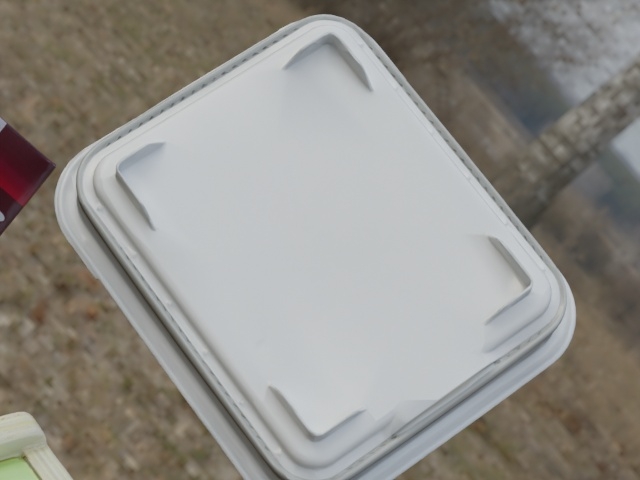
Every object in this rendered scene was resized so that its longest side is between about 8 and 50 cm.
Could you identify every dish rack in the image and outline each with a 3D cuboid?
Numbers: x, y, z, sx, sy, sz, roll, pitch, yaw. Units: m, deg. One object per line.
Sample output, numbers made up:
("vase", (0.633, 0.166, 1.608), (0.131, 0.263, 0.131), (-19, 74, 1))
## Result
("dish rack", (0.000, 0.000, 1.157), (0.333, 0.286, 0.072), (53, -17, 13))

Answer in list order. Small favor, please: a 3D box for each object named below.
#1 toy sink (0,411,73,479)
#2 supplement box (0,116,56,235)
("toy sink", (-0.191, 0.179, 0.789), (0.153, 0.131, 0.234), (-12, 46, -40))
("supplement box", (-0.357, -0.015, 1.392), (0.130, 0.239, 0.073), (43, -14, -25))
